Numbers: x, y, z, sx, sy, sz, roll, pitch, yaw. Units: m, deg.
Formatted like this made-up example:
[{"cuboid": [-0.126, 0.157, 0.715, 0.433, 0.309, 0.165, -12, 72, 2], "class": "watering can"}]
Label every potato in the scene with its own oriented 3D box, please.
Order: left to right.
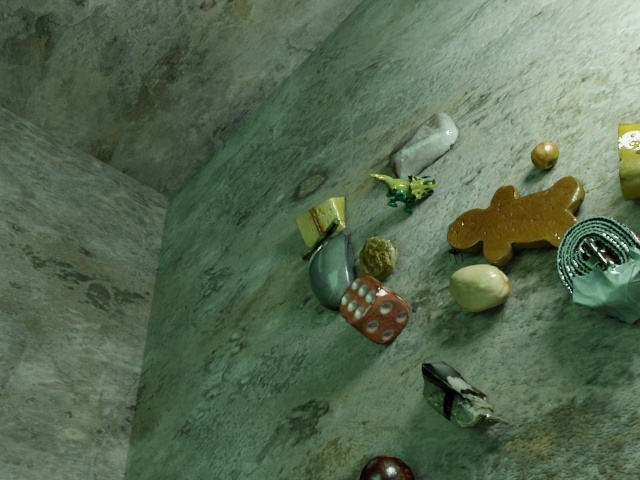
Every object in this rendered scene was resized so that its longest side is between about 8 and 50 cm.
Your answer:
[{"cuboid": [0.830, -0.204, 1.376, 0.158, 0.178, 0.203, -8, 39, 33], "class": "potato"}]

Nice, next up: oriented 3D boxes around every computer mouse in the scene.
[{"cuboid": [0.043, 0.105, 2.198, 0.203, 0.114, 0.374, -41, 36, 27], "class": "computer mouse"}]

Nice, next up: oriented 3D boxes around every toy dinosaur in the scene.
[{"cuboid": [0.286, -0.186, 2.016, 0.094, 0.259, 0.153, -96, 20, -45], "class": "toy dinosaur"}]

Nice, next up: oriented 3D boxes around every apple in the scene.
[{"cuboid": [0.680, -0.256, 1.680, 0.084, 0.084, 0.071, -38, 60, 29], "class": "apple"}]

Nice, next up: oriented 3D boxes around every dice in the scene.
[{"cuboid": [0.178, 0.231, 1.866, 0.174, 0.179, 0.175, -55, 36, 6], "class": "dice"}]

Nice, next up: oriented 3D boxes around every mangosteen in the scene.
[{"cuboid": [0.178, 0.672, 1.539, 0.172, 0.172, 0.184, -54, 14, 8], "class": "mangosteen"}]

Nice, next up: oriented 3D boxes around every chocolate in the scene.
[{"cuboid": [0.384, -0.370, 2.148, 0.303, 0.100, 0.185, -38, 36, 25], "class": "chocolate"}]

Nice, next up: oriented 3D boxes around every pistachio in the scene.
[{"cuboid": [0.456, 0.137, 1.623, 0.200, 0.117, 0.145, -6, 45, 50], "class": "pistachio"}]

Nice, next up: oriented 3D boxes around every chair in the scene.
[{"cuboid": [0.437, 0.032, 1.804, 0.037, 0.042, 0.086, -27, 45, 34], "class": "chair"}]

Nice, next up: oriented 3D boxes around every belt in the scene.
[{"cuboid": [0.695, 0.068, 1.339, 0.207, 0.150, 0.257, -50, 32, 28], "class": "belt"}]

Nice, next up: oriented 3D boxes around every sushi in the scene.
[{"cuboid": [0.378, 0.447, 1.507, 0.273, 0.134, 0.109, 36, 108, 42], "class": "sushi"}]

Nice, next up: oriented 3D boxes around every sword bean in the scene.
[{"cuboid": [0.000, 0.001, 2.362, 0.269, 0.043, 0.038, -47, 14, 35], "class": "sword bean"}]

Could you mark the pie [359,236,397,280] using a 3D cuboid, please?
[{"cuboid": [0.212, 0.067, 2.042, 0.193, 0.079, 0.163, 15, 84, 56], "class": "pie"}]

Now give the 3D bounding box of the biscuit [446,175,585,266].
[{"cuboid": [0.575, -0.046, 1.662, 0.432, 0.064, 0.283, -16, 47, 45], "class": "biscuit"}]

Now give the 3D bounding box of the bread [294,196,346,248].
[{"cuboid": [0.024, -0.067, 2.439, 0.240, 0.135, 0.178, -30, 77, 36], "class": "bread"}]
